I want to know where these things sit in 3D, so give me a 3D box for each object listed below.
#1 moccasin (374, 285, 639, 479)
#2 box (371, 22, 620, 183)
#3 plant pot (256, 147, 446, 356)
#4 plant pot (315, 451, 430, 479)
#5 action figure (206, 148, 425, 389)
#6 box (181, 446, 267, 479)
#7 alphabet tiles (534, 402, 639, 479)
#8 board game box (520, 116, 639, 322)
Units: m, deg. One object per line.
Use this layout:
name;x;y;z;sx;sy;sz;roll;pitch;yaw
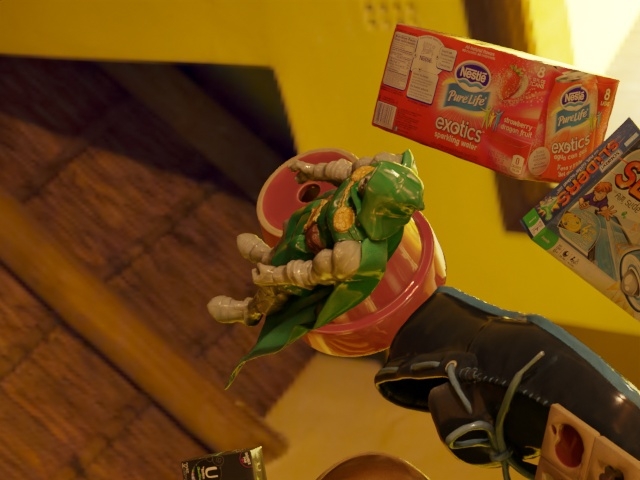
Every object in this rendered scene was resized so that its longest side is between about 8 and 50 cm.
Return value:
moccasin;0.143;0.129;0.999;0.138;0.342;0.117;45;-98;-14
box;0.193;-0.155;1.499;0.122;0.257;0.128;3;-75;-40
plant pot;0.021;0.002;1.494;0.201;0.201;0.180;-63;-37;-28
plant pot;0.040;0.273;0.963;0.236;0.032;0.236;22;-120;-44
action figure;0.000;0.000;0.756;0.063;0.232;0.137;27;-115;-15
box;-0.106;0.268;1.487;0.052;0.083;0.062;15;-115;-78
alphabet tiles;0.191;0.249;0.822;0.009;0.198;0.237;-13;-57;-34
board game box;0.298;-0.007;1.219;0.201;0.035;0.136;33;-69;-31
